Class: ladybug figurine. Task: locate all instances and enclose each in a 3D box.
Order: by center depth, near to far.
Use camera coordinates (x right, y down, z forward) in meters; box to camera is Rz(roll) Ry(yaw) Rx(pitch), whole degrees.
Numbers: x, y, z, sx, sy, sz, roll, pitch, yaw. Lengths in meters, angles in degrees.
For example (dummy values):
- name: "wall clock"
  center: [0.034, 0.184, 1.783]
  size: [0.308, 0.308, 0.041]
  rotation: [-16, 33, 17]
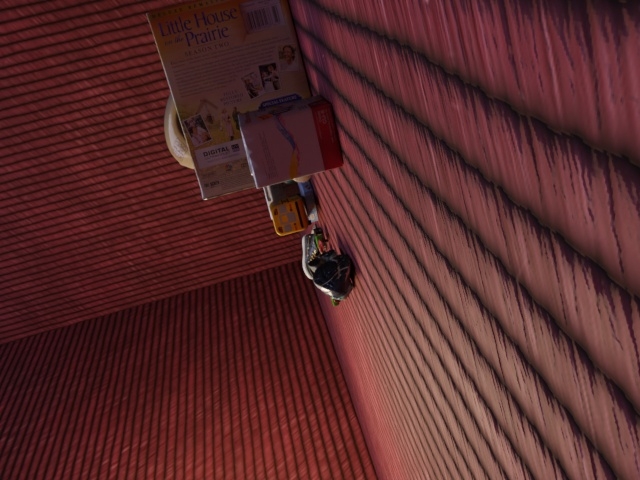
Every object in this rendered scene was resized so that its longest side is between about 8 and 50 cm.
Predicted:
- name: "ladybug figurine"
  center: [-0.351, -0.433, 1.548]
  size: [0.305, 0.449, 0.162]
  rotation: [45, -155, 4]

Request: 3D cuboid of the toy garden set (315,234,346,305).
- name: "toy garden set"
  center: [0.038, 0.097, 1.548]
  size: [0.204, 0.049, 0.244]
  rotation: [160, 95, -87]

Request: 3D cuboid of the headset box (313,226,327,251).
- name: "headset box"
  center: [0.000, 0.000, 1.753]
  size: [0.062, 0.032, 0.083]
  rotation: [-116, 13, -66]

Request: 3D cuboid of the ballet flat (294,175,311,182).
- name: "ballet flat"
  center: [-0.080, -0.307, 1.256]
  size: [0.106, 0.107, 0.316]
  rotation: [-143, 35, -71]

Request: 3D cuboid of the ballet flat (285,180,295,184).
- name: "ballet flat"
  center: [-0.135, -0.379, 1.696]
  size: [0.124, 0.116, 0.342]
  rotation: [-40, -68, -73]

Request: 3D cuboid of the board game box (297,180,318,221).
- name: "board game box"
  center: [-0.059, -0.198, 1.758]
  size: [0.160, 0.039, 0.211]
  rotation: [79, 172, -48]

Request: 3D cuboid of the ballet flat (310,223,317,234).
- name: "ballet flat"
  center: [-0.021, -0.013, 1.926]
  size: [0.041, 0.041, 0.114]
  rotation: [169, 85, -86]

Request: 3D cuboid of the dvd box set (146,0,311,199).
- name: "dvd box set"
  center: [-0.179, -0.333, 1.053]
  size: [0.062, 0.308, 0.420]
  rotation: [-117, 11, -78]

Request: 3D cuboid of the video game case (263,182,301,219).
- name: "video game case"
  center: [-0.165, -0.268, 1.940]
  size: [0.329, 0.036, 0.300]
  rotation: [-42, -59, -65]

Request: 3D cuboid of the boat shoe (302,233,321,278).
- name: "boat shoe"
  center: [-0.027, 0.060, 1.830]
  size: [0.083, 0.065, 0.183]
  rotation: [-13, 83, 51]

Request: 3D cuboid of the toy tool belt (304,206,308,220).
- name: "toy tool belt"
  center: [-0.059, -0.117, 2.040]
  size: [0.051, 0.052, 0.083]
  rotation: [18, -126, -57]

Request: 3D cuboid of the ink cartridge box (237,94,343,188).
- name: "ink cartridge box"
  center: [-0.063, -0.198, 0.912]
  size: [0.128, 0.176, 0.127]
  rotation: [-115, 10, -62]

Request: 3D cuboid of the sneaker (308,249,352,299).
- name: "sneaker"
  center: [0.050, 0.105, 1.239]
  size: [0.122, 0.110, 0.283]
  rotation: [57, -179, -11]

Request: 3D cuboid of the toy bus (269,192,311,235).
- name: "toy bus"
  center: [-0.115, -0.100, 1.695]
  size: [0.332, 0.130, 0.108]
  rotation: [-131, 25, -79]
